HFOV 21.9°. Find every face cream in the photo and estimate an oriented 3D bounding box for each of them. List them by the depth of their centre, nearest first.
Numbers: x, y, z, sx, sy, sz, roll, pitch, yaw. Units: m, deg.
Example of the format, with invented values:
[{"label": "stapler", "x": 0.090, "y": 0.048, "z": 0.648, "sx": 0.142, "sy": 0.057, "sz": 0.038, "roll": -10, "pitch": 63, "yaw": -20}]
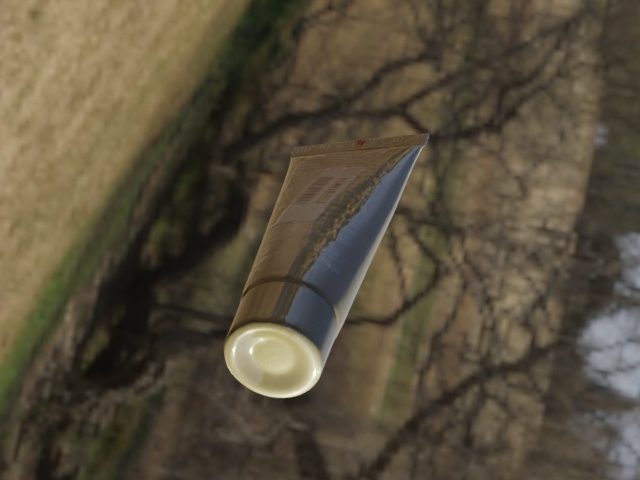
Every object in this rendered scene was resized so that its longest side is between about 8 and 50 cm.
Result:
[{"label": "face cream", "x": 0.000, "y": 0.000, "z": 1.451, "sx": 0.341, "sy": 0.137, "sz": 0.084, "roll": -68, "pitch": 147, "yaw": -52}]
